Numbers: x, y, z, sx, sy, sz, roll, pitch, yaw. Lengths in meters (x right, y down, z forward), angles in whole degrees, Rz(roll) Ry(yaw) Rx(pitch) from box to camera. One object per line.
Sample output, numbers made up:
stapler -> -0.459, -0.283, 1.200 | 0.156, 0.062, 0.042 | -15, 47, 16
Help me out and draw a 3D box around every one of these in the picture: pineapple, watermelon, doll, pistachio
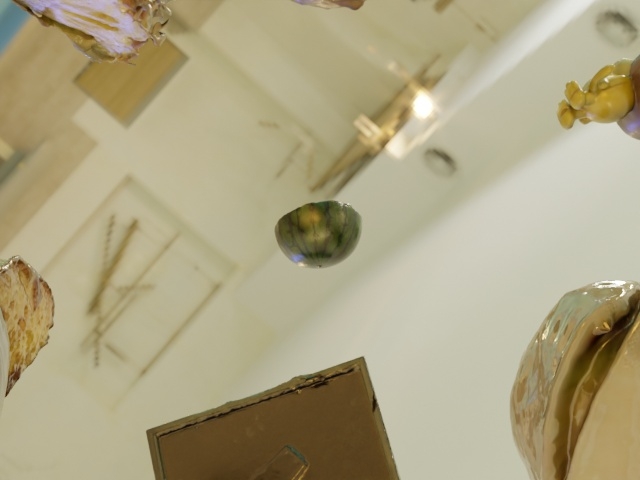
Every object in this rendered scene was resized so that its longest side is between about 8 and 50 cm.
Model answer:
pineapple -> -0.248, -0.278, 1.376 | 0.236, 0.186, 0.114 | 95, 4, -75
watermelon -> 0.000, 0.000, 1.512 | 0.105, 0.105, 0.062 | -41, -128, 49
doll -> 0.347, -0.168, 1.374 | 0.145, 0.188, 0.096 | -53, -136, 38
pistachio -> 0.289, 0.158, 1.300 | 0.226, 0.208, 0.332 | -42, 151, -31

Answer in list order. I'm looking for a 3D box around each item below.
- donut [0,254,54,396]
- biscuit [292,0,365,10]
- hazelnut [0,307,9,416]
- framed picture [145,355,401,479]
donut -> -0.331, 0.095, 1.111 | 0.295, 0.112, 0.151 | -71, 168, -55
biscuit -> -0.027, -0.332, 1.199 | 0.075, 0.296, 0.296 | -55, -171, -34
hazelnut -> -0.381, 0.102, 0.819 | 0.366, 0.366, 0.366 | -48, -173, 8
framed picture -> -0.053, 0.265, 1.467 | 0.281, 0.209, 0.019 | -19, 152, 9
